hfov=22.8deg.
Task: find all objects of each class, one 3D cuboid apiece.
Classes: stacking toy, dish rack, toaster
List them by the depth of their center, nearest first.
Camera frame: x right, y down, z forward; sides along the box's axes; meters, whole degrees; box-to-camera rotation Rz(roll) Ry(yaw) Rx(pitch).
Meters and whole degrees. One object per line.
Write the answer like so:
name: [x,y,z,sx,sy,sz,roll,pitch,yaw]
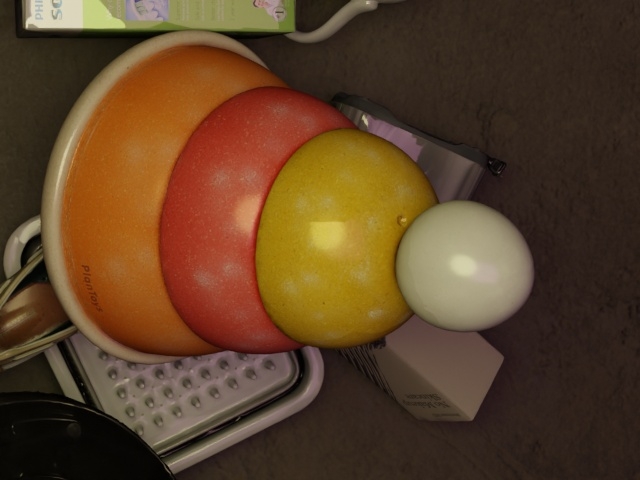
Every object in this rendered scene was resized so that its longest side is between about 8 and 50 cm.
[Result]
stacking toy: [0.000,0.000,1.514,0.350,0.480,0.350,-20,117,-45]
dish rack: [-0.177,0.084,1.809,0.285,0.072,0.333,-26,100,-11]
toaster: [0.087,-0.067,1.832,0.227,0.129,0.146,23,93,-16]

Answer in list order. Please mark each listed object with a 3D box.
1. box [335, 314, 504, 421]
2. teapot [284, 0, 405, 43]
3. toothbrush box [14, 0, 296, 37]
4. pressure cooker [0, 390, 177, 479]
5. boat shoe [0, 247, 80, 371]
box: [0.073,0.094,1.812,0.275,0.113,0.094,41,64,-23]
teapot: [0.035,-0.385,1.769,0.256,0.187,0.252,-45,134,-30]
toothbrush box: [-0.184,-0.278,1.708,0.283,0.206,0.122,-3,96,-12]
pressure cooker: [-0.364,0.361,1.627,0.375,0.420,0.370,-6,76,-34]
boat shoe: [-0.250,0.040,1.697,0.302,0.103,0.113,-40,101,-9]
